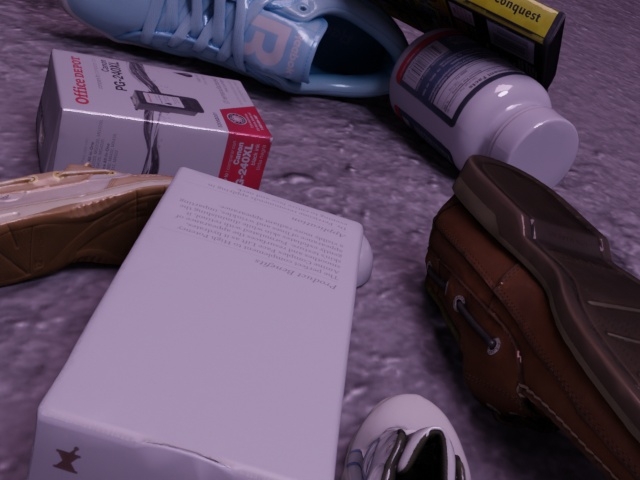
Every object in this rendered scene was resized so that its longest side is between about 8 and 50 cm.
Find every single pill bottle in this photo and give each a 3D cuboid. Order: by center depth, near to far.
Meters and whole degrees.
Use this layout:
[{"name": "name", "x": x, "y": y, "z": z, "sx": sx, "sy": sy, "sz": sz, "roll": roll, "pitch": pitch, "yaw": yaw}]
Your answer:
[{"name": "pill bottle", "x": 0.152, "y": -0.117, "z": 0.868, "sx": 0.108, "sy": 0.108, "sz": 0.180, "roll": 0, "pitch": 34, "yaw": -33}]

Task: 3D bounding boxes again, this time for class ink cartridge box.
[{"name": "ink cartridge box", "x": -0.124, "y": -0.081, "z": 0.676, "sx": 0.150, "sy": 0.063, "sz": 0.109, "roll": 6, "pitch": 30, "yaw": -24}]

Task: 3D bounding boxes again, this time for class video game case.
[{"name": "video game case", "x": 0.127, "y": -0.239, "z": 0.941, "sx": 0.248, "sy": 0.035, "sz": 0.275, "roll": 30, "pitch": 6, "yaw": 11}]

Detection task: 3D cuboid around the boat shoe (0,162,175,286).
[{"name": "boat shoe", "x": -0.143, "y": -0.020, "z": 0.554, "sx": 0.170, "sy": 0.063, "sz": 0.059, "roll": -11, "pitch": 45, "yaw": -42}]

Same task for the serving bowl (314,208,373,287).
[{"name": "serving bowl", "x": 0.000, "y": 0.000, "z": 0.644, "sx": 0.083, "sy": 0.027, "sz": 0.083, "roll": 15, "pitch": 27, "yaw": -8}]

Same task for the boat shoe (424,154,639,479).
[{"name": "boat shoe", "x": 0.144, "y": 0.065, "z": 0.540, "sx": 0.110, "sy": 0.104, "sz": 0.307, "roll": 18, "pitch": 24, "yaw": -20}]

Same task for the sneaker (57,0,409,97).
[{"name": "sneaker", "x": -0.065, "y": -0.217, "z": 0.885, "sx": 0.366, "sy": 0.135, "sz": 0.150, "roll": 3, "pitch": 26, "yaw": -27}]

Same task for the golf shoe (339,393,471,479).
[{"name": "golf shoe", "x": 0.047, "y": 0.109, "z": 0.412, "sx": 0.069, "sy": 0.086, "sz": 0.176, "roll": 16, "pitch": 26, "yaw": -1}]

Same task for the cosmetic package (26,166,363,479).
[{"name": "cosmetic package", "x": -0.049, "y": 0.057, "z": 0.451, "sx": 0.117, "sy": 0.085, "sz": 0.231, "roll": 18, "pitch": 29, "yaw": -2}]
